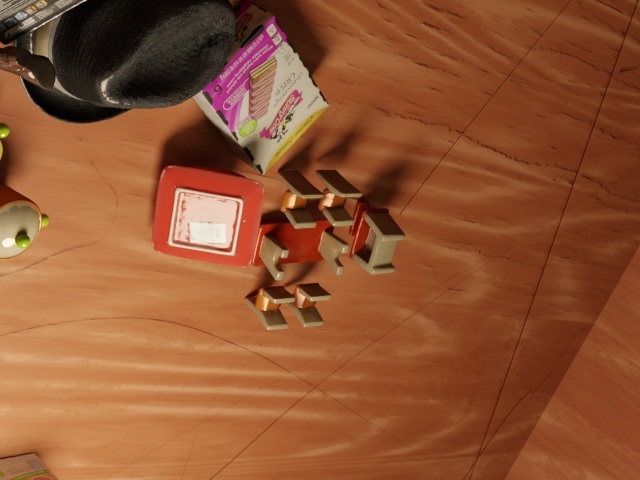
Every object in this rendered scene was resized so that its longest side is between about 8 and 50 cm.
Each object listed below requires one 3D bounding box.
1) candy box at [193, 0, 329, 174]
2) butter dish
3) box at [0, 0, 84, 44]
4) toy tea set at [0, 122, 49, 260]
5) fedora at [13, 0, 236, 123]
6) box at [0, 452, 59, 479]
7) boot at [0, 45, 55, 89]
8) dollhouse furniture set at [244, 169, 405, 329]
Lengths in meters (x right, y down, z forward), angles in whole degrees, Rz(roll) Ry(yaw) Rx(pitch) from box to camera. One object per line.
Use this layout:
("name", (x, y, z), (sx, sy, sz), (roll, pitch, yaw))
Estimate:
("candy box", (-0.099, -0.228, 2.125), (0.159, 0.071, 0.233), (-47, 144, -8))
("butter dish", (-0.170, -0.057, 2.163), (0.160, 0.118, 0.160), (9, 120, -4))
("box", (-0.327, -0.357, 1.656), (0.270, 0.060, 0.216), (-27, 154, 12))
("toy tea set", (-0.506, -0.001, 1.824), (0.336, 0.124, 0.200), (-40, 142, -17))
("fedora", (-0.232, -0.273, 1.873), (0.334, 0.152, 0.334), (-28, 137, -30))
("box", (-0.508, 0.416, 2.180), (0.203, 0.114, 0.103), (-4, 123, -47))
("boot", (-0.404, -0.225, 1.779), (0.106, 0.114, 0.037), (44, 57, -63))
("dollhouse furniture set", (0.000, 0.000, 2.410), (0.259, 0.135, 0.262), (-4, 123, -33))
